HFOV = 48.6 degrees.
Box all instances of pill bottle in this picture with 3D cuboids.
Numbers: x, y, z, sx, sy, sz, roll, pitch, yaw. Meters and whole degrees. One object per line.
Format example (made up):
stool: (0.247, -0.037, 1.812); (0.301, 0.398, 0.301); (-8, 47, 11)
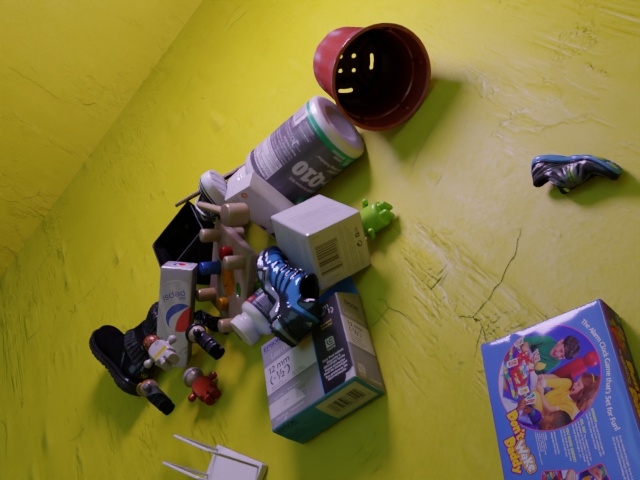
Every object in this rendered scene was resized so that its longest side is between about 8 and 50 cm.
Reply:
pill bottle: (-0.075, -0.212, 1.957); (0.361, 0.204, 0.204); (-38, 41, 25)
pill bottle: (-0.134, 0.173, 1.775); (0.180, 0.108, 0.108); (-42, 33, -19)

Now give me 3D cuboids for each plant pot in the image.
plant pot: (-0.372, 0.026, 2.150); (0.188, 0.167, 0.187); (-50, 38, 11)
plant pot: (0.114, -0.457, 1.898); (0.272, 0.272, 0.265); (-52, 29, 7)

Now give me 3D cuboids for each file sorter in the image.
file sorter: (-0.285, 0.606, 1.623); (0.193, 0.173, 0.277); (1, 65, 48)

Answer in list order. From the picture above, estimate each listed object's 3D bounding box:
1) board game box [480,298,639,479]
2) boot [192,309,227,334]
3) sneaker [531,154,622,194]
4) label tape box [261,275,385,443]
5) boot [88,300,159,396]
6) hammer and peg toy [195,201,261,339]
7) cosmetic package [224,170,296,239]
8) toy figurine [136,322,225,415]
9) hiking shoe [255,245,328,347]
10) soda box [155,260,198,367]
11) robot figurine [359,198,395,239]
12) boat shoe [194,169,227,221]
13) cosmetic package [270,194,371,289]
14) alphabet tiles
board game box: (0.405, 0.296, 1.149); (0.233, 0.078, 0.347); (-29, 45, 32)
boot: (-0.316, 0.225, 1.996); (0.121, 0.099, 0.045); (12, 74, 52)
sneaker: (0.497, -0.127, 1.381); (0.188, 0.067, 0.078); (6, 90, 48)
label tape box: (-0.012, 0.248, 1.628); (0.249, 0.115, 0.347); (-38, 42, 23)
boot: (-0.568, 0.289, 2.202); (0.348, 0.131, 0.260); (34, 98, 43)
hammer and peg toy: (-0.233, 0.048, 1.889); (0.266, 0.127, 0.361); (38, 127, 54)
cosmetic package: (-0.132, -0.078, 1.890); (0.099, 0.239, 0.060); (-29, 38, 33)
toy figurine: (-0.370, 0.333, 1.865); (0.148, 0.210, 0.213); (29, 119, 49)
hiking shoe: (-0.060, 0.109, 1.640); (0.132, 0.113, 0.304); (-35, 42, 12)
soda box: (-0.405, 0.207, 1.995); (0.098, 0.091, 0.286); (-95, 10, -82)
robot figurine: (0.124, -0.051, 1.729); (0.115, 0.067, 0.101); (-30, 56, 32)
boat shoe: (-0.301, -0.096, 2.047); (0.119, 0.335, 0.121); (-24, 71, 1)
cosmetic package: (0.000, 0.000, 1.716); (0.151, 0.151, 0.184); (-26, 29, -23)
alphabet tiles: (-0.295, -0.197, 2.209); (0.343, 0.011, 0.285); (-25, 8, 35)
